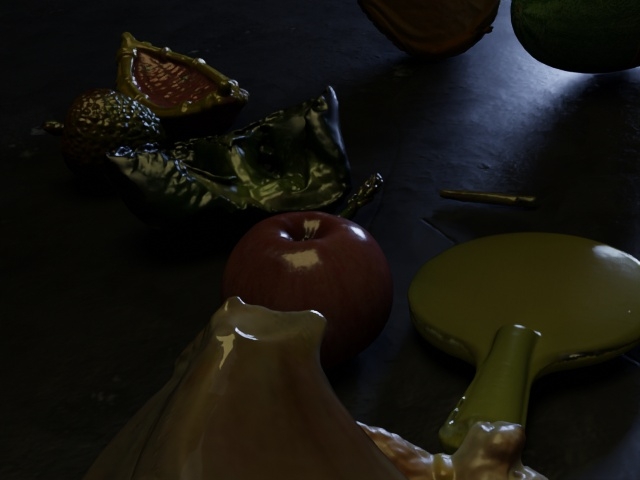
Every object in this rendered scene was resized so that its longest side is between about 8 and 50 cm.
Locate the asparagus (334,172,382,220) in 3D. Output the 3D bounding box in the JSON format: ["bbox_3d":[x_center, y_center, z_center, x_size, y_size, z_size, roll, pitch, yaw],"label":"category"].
[{"bbox_3d":[0.000,0.000,1.217,0.025,0.024,0.248,-14,22,43],"label":"asparagus"}]

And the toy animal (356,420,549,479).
[{"bbox_3d":[0.065,0.206,0.806,0.185,0.104,0.183,10,58,-3],"label":"toy animal"}]

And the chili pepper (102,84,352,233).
[{"bbox_3d":[-0.099,-0.068,1.295,0.265,0.116,0.148,-11,67,-19],"label":"chili pepper"}]

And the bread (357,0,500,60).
[{"bbox_3d":[0.149,-0.349,1.636,0.199,0.199,0.104,-2,29,10],"label":"bread"}]

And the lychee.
[{"bbox_3d":[-0.255,-0.122,1.419,0.147,0.114,0.114,9,28,-10],"label":"lychee"}]

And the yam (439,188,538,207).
[{"bbox_3d":[0.177,-0.045,1.275,0.107,0.014,0.014,6,32,22],"label":"yam"}]

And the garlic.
[{"bbox_3d":[-0.008,0.232,0.681,0.340,0.231,0.246,41,35,5],"label":"garlic"}]

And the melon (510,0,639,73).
[{"bbox_3d":[0.380,-0.305,1.518,0.288,0.182,0.182,-15,30,-8],"label":"melon"}]

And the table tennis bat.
[{"bbox_3d":[0.171,0.080,1.024,0.224,0.054,0.368,4,27,17],"label":"table tennis bat"}]

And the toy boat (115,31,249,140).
[{"bbox_3d":[-0.179,-0.192,1.542,0.141,0.099,0.318,-18,28,-25],"label":"toy boat"}]

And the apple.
[{"bbox_3d":[-0.012,0.040,1.061,0.154,0.120,0.153,-5,28,3],"label":"apple"}]
